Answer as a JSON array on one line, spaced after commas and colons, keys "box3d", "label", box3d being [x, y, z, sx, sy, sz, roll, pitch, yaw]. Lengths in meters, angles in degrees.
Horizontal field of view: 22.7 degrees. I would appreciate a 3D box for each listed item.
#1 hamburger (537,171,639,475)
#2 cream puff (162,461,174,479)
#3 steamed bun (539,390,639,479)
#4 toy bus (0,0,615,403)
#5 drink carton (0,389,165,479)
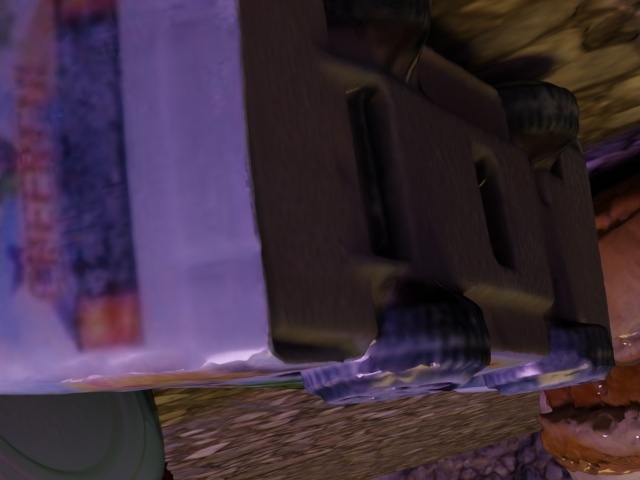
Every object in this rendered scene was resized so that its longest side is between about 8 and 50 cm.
[{"box3d": [0.218, 0.022, 0.775, 0.260, 0.144, 0.283, -10, 162, -39], "label": "hamburger"}, {"box3d": [-0.184, 0.183, 0.922, 0.240, 0.164, 0.240, -17, 153, -9], "label": "cream puff"}, {"box3d": [0.258, 0.071, 1.056, 0.239, 0.152, 0.170, -41, 150, 28], "label": "steamed bun"}, {"box3d": [0.000, 0.000, 0.483, 0.136, 0.109, 0.330, -11, 170, 21], "label": "toy bus"}, {"box3d": [-0.144, 0.080, 0.576, 0.142, 0.144, 0.146, -29, 164, 26], "label": "drink carton"}]
